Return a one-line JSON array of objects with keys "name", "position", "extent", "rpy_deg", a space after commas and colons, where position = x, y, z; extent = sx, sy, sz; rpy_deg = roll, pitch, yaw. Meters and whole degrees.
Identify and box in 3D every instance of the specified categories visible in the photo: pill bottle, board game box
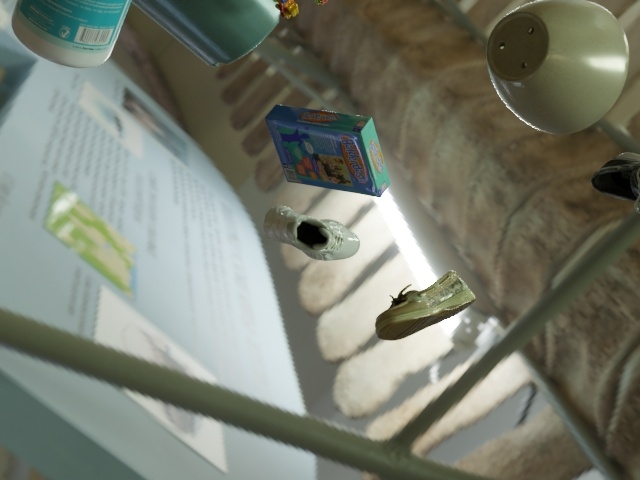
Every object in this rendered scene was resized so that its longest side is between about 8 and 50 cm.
[{"name": "pill bottle", "position": [-0.315, -0.378, 1.572], "extent": [0.146, 0.146, 0.264], "rpy_deg": [-83, -160, -59]}, {"name": "board game box", "position": [0.014, -0.166, 2.139], "extent": [0.210, 0.160, 0.047], "rpy_deg": [12, -131, 31]}]

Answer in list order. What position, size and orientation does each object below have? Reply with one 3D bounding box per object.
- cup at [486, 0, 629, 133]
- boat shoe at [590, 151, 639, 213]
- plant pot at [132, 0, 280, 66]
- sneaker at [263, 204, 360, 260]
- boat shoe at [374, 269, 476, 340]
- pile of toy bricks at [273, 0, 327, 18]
[{"name": "cup", "position": [0.523, -0.434, 2.729], "extent": [0.331, 0.237, 0.331], "rpy_deg": [-7, -100, 40]}, {"name": "boat shoe", "position": [0.668, -0.116, 2.325], "extent": [0.105, 0.113, 0.306], "rpy_deg": [-26, -155, -23]}, {"name": "plant pot", "position": [-0.254, -0.558, 2.378], "extent": [0.341, 0.334, 0.341], "rpy_deg": [-30, -145, 24]}, {"name": "sneaker", "position": [0.000, 0.000, 2.314], "extent": [0.115, 0.232, 0.090], "rpy_deg": [23, -83, 52]}, {"name": "boat shoe", "position": [0.201, 0.131, 2.357], "extent": [0.285, 0.089, 0.104], "rpy_deg": [-13, 158, -48]}, {"name": "pile of toy bricks", "position": [-0.031, -0.484, 2.182], "extent": [0.118, 0.105, 0.212], "rpy_deg": [-48, 165, -9]}]
